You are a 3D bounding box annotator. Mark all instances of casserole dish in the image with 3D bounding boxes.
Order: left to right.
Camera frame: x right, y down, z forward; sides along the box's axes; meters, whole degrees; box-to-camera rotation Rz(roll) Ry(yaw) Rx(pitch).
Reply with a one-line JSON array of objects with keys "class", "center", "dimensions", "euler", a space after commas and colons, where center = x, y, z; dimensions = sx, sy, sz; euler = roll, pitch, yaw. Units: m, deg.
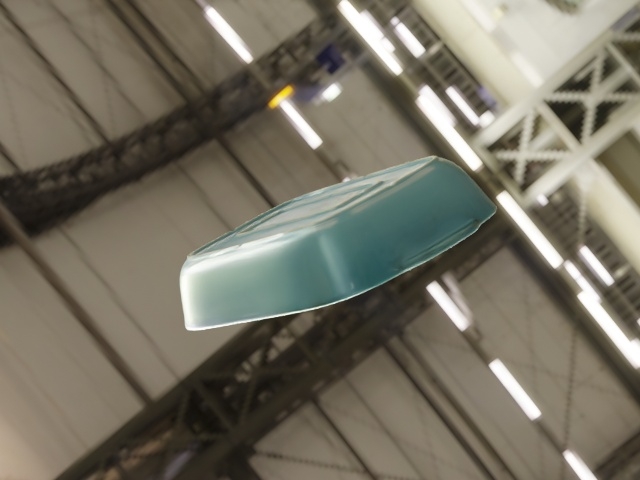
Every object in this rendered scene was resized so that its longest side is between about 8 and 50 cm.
[{"class": "casserole dish", "center": [0.000, 0.000, 0.670], "dimensions": [0.114, 0.188, 0.037], "euler": [-30, -80, -34]}]
